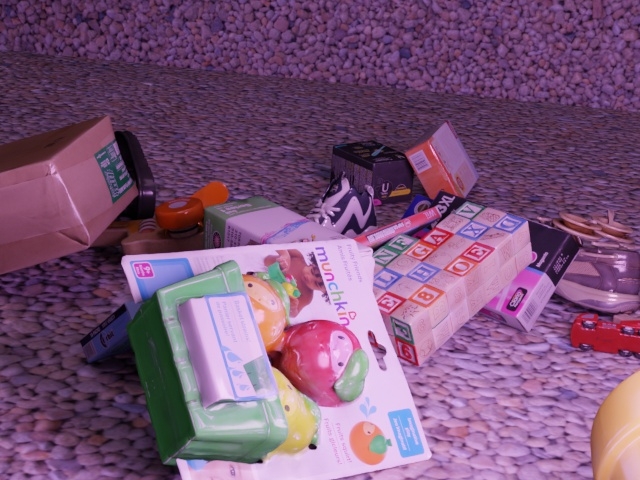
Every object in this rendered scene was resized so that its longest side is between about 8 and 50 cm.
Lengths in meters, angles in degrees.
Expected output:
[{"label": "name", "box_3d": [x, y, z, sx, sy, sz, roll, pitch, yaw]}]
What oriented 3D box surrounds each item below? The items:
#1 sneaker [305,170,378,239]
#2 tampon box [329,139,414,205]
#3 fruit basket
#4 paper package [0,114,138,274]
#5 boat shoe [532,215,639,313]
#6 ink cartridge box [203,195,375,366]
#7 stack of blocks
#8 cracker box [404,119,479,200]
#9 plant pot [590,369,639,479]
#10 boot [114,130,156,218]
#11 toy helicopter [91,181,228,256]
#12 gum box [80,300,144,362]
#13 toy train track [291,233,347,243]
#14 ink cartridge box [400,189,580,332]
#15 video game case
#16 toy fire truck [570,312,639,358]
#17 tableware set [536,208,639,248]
[{"label": "sneaker", "box_3d": [0.006, -0.057, 2.137, 0.235, 0.153, 0.094, -3, 19, -20]}, {"label": "tampon box", "box_3d": [0.115, -0.151, 2.504, 0.120, 0.101, 0.161, -10, 24, -33]}, {"label": "fruit basket", "box_3d": [-0.045, 0.144, 1.387, 0.353, 0.165, 0.327, -6, 65, -28]}, {"label": "paper package", "box_3d": [-0.511, -0.070, 1.930, 0.309, 0.168, 0.325, -14, 16, 11]}, {"label": "boat shoe", "box_3d": [0.413, 0.025, 1.981, 0.355, 0.130, 0.132, 19, 8, 34]}, {"label": "ink cartridge box", "box_3d": [-0.057, 0.072, 1.683, 0.117, 0.201, 0.278, -13, 26, -37]}, {"label": "stack of blocks", "box_3d": [0.183, 0.056, 1.794, 0.297, 0.087, 0.171, -37, 40, -30]}, {"label": "cracker box", "box_3d": [0.276, -0.169, 2.498, 0.067, 0.155, 0.232, -27, 7, 24]}, {"label": "plant pot", "box_3d": [0.415, 0.284, 1.149, 0.254, 0.254, 0.239, 6, 34, 6]}, {"label": "boot", "box_3d": [-0.497, -0.138, 2.301, 0.260, 0.131, 0.348, -3, 21, -19]}, {"label": "toy helicopter", "box_3d": [-0.313, -0.024, 2.029, 0.355, 0.140, 0.235, -2, 23, 23]}, {"label": "gum box", "box_3d": [-0.236, 0.117, 1.634, 0.184, 0.041, 0.157, -14, -15, -41]}, {"label": "toy train track", "box_3d": [0.000, 0.000, 1.577, 0.083, 0.014, 0.048, -3, 23, -16]}, {"label": "ink cartridge box", "box_3d": [0.253, 0.020, 1.958, 0.371, 0.175, 0.069, 21, -18, 44]}, {"label": "video game case", "box_3d": [0.053, 0.026, 1.898, 0.285, 0.025, 0.204, -21, -10, -44]}, {"label": "toy fire truck", "box_3d": [0.510, 0.146, 1.821, 0.192, 0.047, 0.135, 8, 18, 16]}, {"label": "tableware set", "box_3d": [0.468, -0.028, 1.888, 0.194, 0.039, 0.128, 4, 19, -47]}]
